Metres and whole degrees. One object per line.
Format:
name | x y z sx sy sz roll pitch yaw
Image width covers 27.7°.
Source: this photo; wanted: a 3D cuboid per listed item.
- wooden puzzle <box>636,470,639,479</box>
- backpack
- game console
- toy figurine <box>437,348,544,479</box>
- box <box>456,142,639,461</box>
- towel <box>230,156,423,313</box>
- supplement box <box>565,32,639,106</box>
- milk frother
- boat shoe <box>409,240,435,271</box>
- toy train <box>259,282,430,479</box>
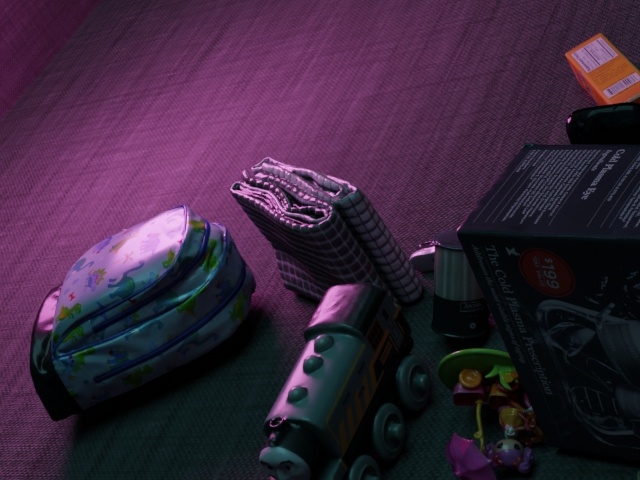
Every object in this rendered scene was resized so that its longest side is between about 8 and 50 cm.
wooden puzzle | 0.392 0.282 1.467 0.116 0.014 0.078 -22 33 13
backpack | -0.281 0.102 2.098 0.356 0.273 0.290 -10 28 9
game console | 0.411 -0.036 1.568 0.213 0.361 0.044 -13 45 24
toy figurine | 0.222 0.237 1.614 0.173 0.130 0.159 5 55 10
box | 0.372 0.075 1.453 0.312 0.343 0.179 2 39 42
towel | 0.000 0.000 1.988 0.121 0.235 0.284 -47 34 -15
supplement box | 0.475 -0.248 2.087 0.080 0.078 0.233 -29 31 9
milk frother | 0.196 0.049 1.843 0.129 0.134 0.143 -13 22 -35
boat shoe | 0.200 0.015 1.974 0.142 0.049 0.040 -10 37 34
toy train | 0.027 0.213 1.702 0.142 0.190 0.334 -5 40 36
